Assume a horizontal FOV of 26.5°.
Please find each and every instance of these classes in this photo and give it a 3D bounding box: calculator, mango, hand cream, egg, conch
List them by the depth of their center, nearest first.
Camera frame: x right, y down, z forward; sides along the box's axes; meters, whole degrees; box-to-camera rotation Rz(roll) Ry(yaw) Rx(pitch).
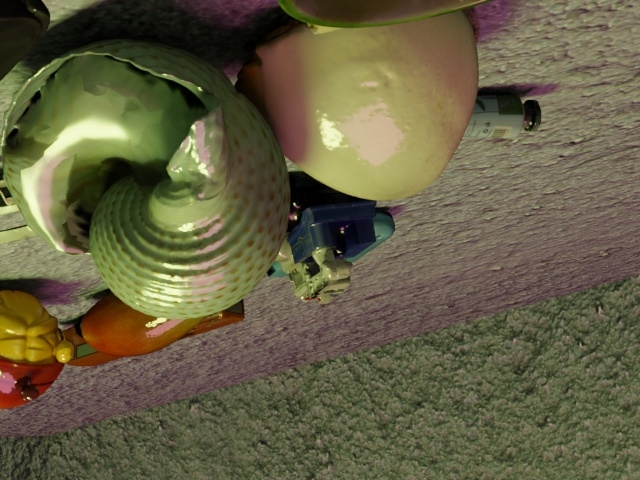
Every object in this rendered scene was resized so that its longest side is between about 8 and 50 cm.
[{"bbox_3d":[-0.159,-0.084,1.396,0.319,0.303,0.215,-58,177,41],"label":"conch"},{"bbox_3d":[0.054,-0.141,1.450,0.264,0.174,0.286,-18,162,15],"label":"egg"},{"bbox_3d":[0.152,-0.157,1.732,0.271,0.058,0.091,-3,177,-18],"label":"hand cream"},{"bbox_3d":[0.007,0.007,2.317,0.173,0.051,0.293,-3,165,-25],"label":"calculator"},{"bbox_3d":[-0.298,0.128,2.440,0.289,0.129,0.146,-27,159,26],"label":"mango"}]

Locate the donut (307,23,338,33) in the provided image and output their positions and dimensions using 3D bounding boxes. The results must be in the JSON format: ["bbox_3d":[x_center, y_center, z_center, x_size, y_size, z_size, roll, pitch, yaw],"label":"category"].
[{"bbox_3d":[0.017,-0.244,1.215,0.108,0.065,0.166,-13,166,11],"label":"donut"}]

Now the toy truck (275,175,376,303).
[{"bbox_3d":[0.000,0.000,2.003,0.161,0.177,0.213,-7,166,-22],"label":"toy truck"}]

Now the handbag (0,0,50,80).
[{"bbox_3d":[-0.391,-0.155,1.241,0.191,0.075,0.332,-1,163,-38],"label":"handbag"}]

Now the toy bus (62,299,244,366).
[{"bbox_3d":[-0.329,0.156,2.594,0.409,0.092,0.093,-19,164,30],"label":"toy bus"}]

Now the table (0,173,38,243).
[{"bbox_3d":[-0.370,-0.056,1.695,0.146,0.062,0.175,-12,135,6],"label":"table"}]

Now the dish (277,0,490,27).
[{"bbox_3d":[0.106,-0.280,1.022,0.324,0.124,0.324,-16,172,-2],"label":"dish"}]

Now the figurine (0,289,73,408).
[{"bbox_3d":[-0.564,0.188,2.310,0.320,0.196,0.323,9,167,-40],"label":"figurine"}]
